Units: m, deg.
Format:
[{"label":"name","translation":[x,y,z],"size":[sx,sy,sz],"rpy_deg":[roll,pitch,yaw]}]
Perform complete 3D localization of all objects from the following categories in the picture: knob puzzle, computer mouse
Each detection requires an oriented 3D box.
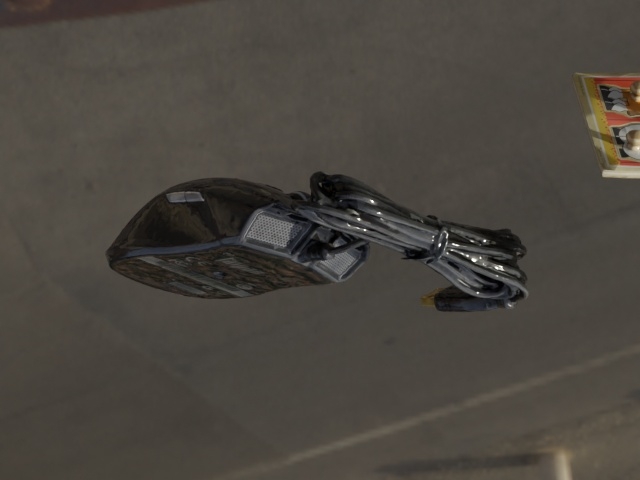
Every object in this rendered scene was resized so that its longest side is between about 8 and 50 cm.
[{"label":"knob puzzle","translation":[0.380,-0.131,1.322],"size":[0.213,0.213,0.030],"rpy_deg":[2,133,-1]},{"label":"computer mouse","translation":[0.000,0.000,0.746],"size":[0.184,0.060,0.262],"rpy_deg":[20,161,-34]}]
